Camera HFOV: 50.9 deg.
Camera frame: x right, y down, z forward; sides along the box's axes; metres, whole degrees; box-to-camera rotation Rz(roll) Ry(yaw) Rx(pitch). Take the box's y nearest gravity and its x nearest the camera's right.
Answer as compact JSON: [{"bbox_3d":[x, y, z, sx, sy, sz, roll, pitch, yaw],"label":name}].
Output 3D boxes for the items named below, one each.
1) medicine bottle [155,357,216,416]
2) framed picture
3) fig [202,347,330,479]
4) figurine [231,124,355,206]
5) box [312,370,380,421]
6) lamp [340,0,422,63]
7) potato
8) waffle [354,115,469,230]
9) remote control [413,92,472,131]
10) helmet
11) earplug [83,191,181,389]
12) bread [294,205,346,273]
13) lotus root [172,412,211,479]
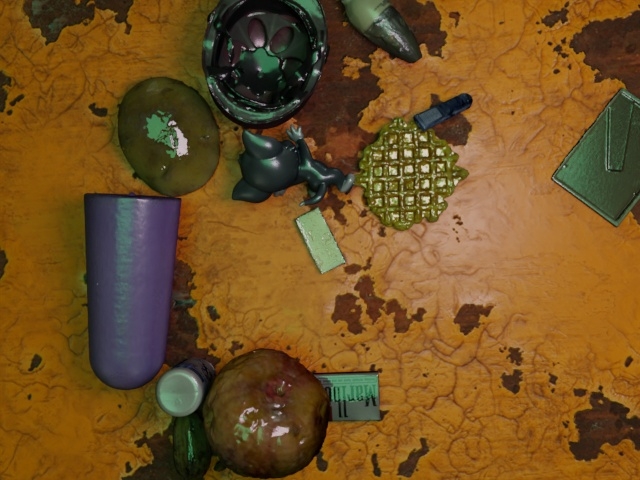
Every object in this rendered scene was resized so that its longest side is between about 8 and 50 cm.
[{"bbox_3d":[-0.298,0.326,1.529,0.107,0.191,0.107,0,90,5],"label":"medicine bottle"},{"bbox_3d":[0.685,-0.192,1.542,0.192,0.018,0.265,38,93,3],"label":"framed picture"},{"bbox_3d":[-0.160,0.420,1.517,0.286,0.286,0.368,44,131,3],"label":"fig"},{"bbox_3d":[-0.066,-0.142,1.523,0.265,0.140,0.193,28,131,-2],"label":"figurine"},{"bbox_3d":[0.052,0.368,1.582,0.178,0.036,0.115,-3,91,4],"label":"box"},{"bbox_3d":[0.136,-0.499,1.542,0.250,0.101,0.101,44,93,-4],"label":"lamp"},{"bbox_3d":[-0.363,-0.255,1.579,0.239,0.116,0.299,-21,90,0],"label":"potato"},{"bbox_3d":[0.203,-0.149,1.558,0.243,0.059,0.238,45,94,2],"label":"waffle"},{"bbox_3d":[0.285,-0.299,1.542,0.153,0.027,0.043,-29,77,-16],"label":"remote control"},{"bbox_3d":[-0.125,-0.405,1.514,0.271,0.197,0.338,12,82,-5],"label":"helmet"},{"bbox_3d":[-0.436,0.116,1.543,0.215,0.215,0.455,3,94,4],"label":"earplug"},{"bbox_3d":[0.000,0.000,1.589,0.068,0.028,0.153,-28,89,4],"label":"bread"},{"bbox_3d":[-0.303,0.486,1.586,0.089,0.080,0.179,-7,85,26],"label":"lotus root"}]
